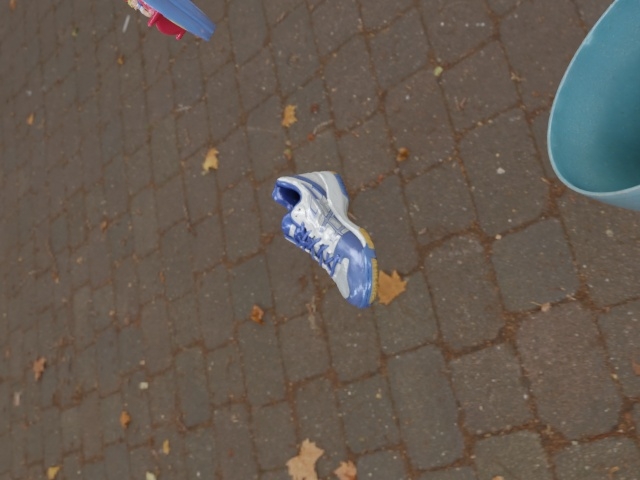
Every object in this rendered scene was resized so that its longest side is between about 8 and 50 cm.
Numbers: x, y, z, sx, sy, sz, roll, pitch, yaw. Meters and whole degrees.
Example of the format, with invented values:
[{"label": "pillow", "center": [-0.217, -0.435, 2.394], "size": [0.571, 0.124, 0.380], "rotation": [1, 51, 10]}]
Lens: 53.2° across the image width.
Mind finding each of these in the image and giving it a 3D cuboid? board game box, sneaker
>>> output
[{"label": "board game box", "center": [-0.176, -0.245, 0.667], "size": [0.033, 0.133, 0.169], "rotation": [-49, 20, 19]}, {"label": "sneaker", "center": [0.000, 0.000, 1.089], "size": [0.296, 0.130, 0.112], "rotation": [-114, 31, -41]}]

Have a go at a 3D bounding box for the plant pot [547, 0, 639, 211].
[{"label": "plant pot", "center": [0.420, -0.144, 0.678], "size": [0.290, 0.195, 0.290], "rotation": [-56, 20, 33]}]
